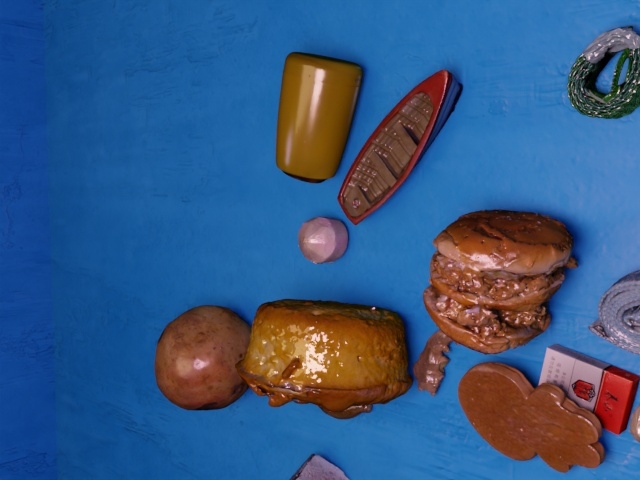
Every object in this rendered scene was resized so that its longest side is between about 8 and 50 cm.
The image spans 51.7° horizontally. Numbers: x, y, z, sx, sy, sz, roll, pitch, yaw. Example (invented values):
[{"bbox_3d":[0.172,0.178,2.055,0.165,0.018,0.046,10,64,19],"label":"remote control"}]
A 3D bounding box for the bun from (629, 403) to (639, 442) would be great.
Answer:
[{"bbox_3d":[0.539,0.302,1.062,0.086,0.054,0.086,3,95,45],"label":"bun"}]

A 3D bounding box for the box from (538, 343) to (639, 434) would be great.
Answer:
[{"bbox_3d":[0.459,0.254,1.143,0.152,0.048,0.100,21,111,44],"label":"box"}]

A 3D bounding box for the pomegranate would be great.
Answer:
[{"bbox_3d":[-0.297,0.307,1.730,0.281,0.281,0.281,4,96,44],"label":"pomegranate"}]

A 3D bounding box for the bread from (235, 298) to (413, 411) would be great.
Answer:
[{"bbox_3d":[0.009,0.224,1.365,0.336,0.358,0.204,0,88,43],"label":"bread"}]

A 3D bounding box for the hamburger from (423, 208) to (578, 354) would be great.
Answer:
[{"bbox_3d":[0.314,0.056,1.156,0.245,0.260,0.211,-89,0,-64],"label":"hamburger"}]

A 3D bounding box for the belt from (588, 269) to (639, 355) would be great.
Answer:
[{"bbox_3d":[0.530,0.111,1.039,0.163,0.082,0.148,29,123,35],"label":"belt"}]

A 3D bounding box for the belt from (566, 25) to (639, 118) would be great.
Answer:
[{"bbox_3d":[0.470,-0.271,1.069,0.121,0.079,0.151,45,121,33],"label":"belt"}]

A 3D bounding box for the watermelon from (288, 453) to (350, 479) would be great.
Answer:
[{"bbox_3d":[0.002,0.611,1.528,0.289,0.320,0.214,8,71,14],"label":"watermelon"}]

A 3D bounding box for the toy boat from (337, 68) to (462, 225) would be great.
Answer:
[{"bbox_3d":[0.165,-0.191,1.373,0.392,0.079,0.136,-53,56,34],"label":"toy boat"}]

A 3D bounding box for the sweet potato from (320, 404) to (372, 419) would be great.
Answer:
[{"bbox_3d":[0.020,0.370,1.572,0.233,0.062,0.081,25,109,37],"label":"sweet potato"}]

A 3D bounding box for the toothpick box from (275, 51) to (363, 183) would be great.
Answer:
[{"bbox_3d":[-0.013,-0.271,1.478,0.175,0.175,0.271,27,114,40],"label":"toothpick box"}]

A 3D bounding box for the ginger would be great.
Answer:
[{"bbox_3d":[0.239,0.238,1.353,0.069,0.051,0.173,37,119,32],"label":"ginger"}]

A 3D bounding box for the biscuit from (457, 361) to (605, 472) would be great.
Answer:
[{"bbox_3d":[0.374,0.318,1.195,0.288,0.044,0.202,1,113,50],"label":"biscuit"}]

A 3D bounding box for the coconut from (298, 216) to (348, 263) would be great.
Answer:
[{"bbox_3d":[0.000,0.000,1.515,0.110,0.124,0.110,2,93,42],"label":"coconut"}]
